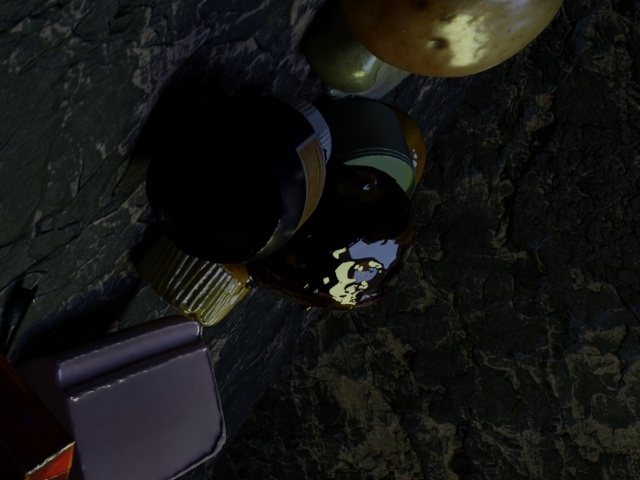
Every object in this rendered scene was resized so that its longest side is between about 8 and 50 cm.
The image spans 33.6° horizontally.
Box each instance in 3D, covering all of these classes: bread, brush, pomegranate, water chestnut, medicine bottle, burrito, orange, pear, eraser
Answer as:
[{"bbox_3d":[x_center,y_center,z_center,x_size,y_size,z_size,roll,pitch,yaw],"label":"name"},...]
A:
[{"bbox_3d":[-0.217,0.060,1.875,0.133,0.179,0.250,-55,170,-2],"label":"bread"},{"bbox_3d":[-0.445,0.127,1.527,0.034,0.027,0.190,-92,-153,-42],"label":"brush"},{"bbox_3d":[0.216,-0.423,1.522,0.410,0.410,0.410,-50,169,-13],"label":"pomegranate"},{"bbox_3d":[0.000,0.000,1.971,0.335,0.335,0.347,-45,159,-34],"label":"water chestnut"},{"bbox_3d":[-0.093,-0.120,1.649,0.242,0.242,0.395,-57,174,24],"label":"medicine bottle"},{"bbox_3d":[0.101,-0.351,2.098,0.175,0.107,0.347,-40,173,23],"label":"burrito"},{"bbox_3d":[0.126,-0.200,2.399,0.249,0.249,0.183,-60,-174,37],"label":"orange"},{"bbox_3d":[0.058,-0.341,1.844,0.167,0.136,0.167,-53,173,-10],"label":"pear"},{"bbox_3d":[-0.325,0.289,1.801,0.122,0.272,0.359,-13,180,34],"label":"eraser"}]

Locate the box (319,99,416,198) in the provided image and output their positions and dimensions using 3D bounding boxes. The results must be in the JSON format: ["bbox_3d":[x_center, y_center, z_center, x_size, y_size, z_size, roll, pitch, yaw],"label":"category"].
[{"bbox_3d":[0.073,-0.156,2.180,0.226,0.149,0.226,-9,144,-6],"label":"box"}]

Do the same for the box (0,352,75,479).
[{"bbox_3d":[-0.464,0.312,1.559,0.089,0.197,0.313,-32,160,-34],"label":"box"}]

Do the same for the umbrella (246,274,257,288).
[{"bbox_3d":[-0.119,0.013,2.387,0.357,0.106,0.113,-43,180,5],"label":"umbrella"}]
